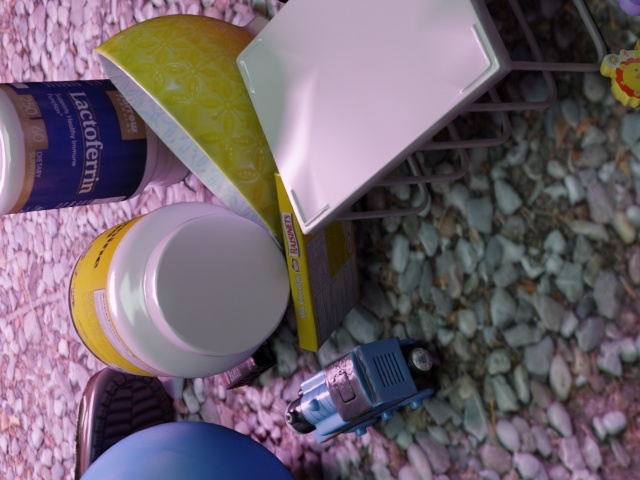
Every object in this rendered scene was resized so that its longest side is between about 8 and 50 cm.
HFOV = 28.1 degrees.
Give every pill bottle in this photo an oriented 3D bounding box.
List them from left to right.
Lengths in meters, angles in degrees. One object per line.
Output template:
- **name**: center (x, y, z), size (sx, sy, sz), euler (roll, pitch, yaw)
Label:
- **pill bottle**: center (-0.291, -0.117, 1.536), size (0.153, 0.264, 0.153), euler (12, 106, 47)
- **pill bottle**: center (-0.157, 0.056, 1.405), size (0.334, 0.188, 0.188), euler (168, 94, -67)

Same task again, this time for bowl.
- **bowl**: center (-0.084, -0.143, 1.351), size (0.156, 0.289, 0.289), euler (-44, 52, -7)

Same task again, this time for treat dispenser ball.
- **treat dispenser ball**: center (-0.148, 0.347, 1.427), size (0.288, 0.288, 0.288), euler (10, 103, 48)

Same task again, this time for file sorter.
- **file sorter**: center (0.090, -0.160, 1.156), size (0.277, 0.173, 0.193), euler (-40, 65, 44)

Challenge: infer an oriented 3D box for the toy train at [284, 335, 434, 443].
- **toy train**: center (0.036, 0.156, 1.321), size (0.184, 0.105, 0.080), euler (-35, 70, 46)

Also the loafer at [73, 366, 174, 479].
- **loafer**: center (-0.281, 0.329, 1.694), size (0.130, 0.133, 0.366), euler (16, 107, 47)

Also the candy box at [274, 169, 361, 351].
- **candy box**: center (0.000, 0.000, 1.293), size (0.027, 0.105, 0.206), euler (11, 125, 28)

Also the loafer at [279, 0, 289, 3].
- **loafer**: center (-0.021, -0.283, 1.334), size (0.078, 0.076, 0.223), euler (-45, 64, 18)

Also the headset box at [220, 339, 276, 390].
- **headset box**: center (-0.096, 0.137, 1.527), size (0.083, 0.032, 0.062), euler (-37, 68, 44)

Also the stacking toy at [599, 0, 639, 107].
- **stacking toy**: center (0.225, -0.235, 1.017), size (0.167, 0.052, 0.221), euler (89, 157, -68)
